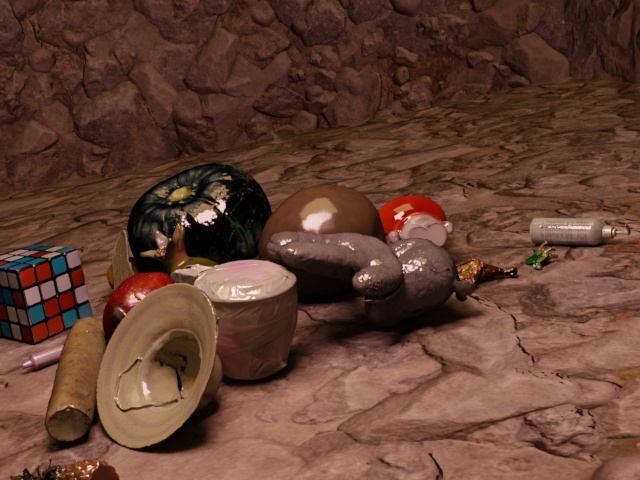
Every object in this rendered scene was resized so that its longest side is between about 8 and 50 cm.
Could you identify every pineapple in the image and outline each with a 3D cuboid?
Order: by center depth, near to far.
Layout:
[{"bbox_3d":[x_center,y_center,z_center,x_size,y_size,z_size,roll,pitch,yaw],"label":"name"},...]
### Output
[{"bbox_3d":[-0.327,0.310,1.148,0.159,0.074,0.074,-10,13,30],"label":"pineapple"}]

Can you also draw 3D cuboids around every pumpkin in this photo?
[{"bbox_3d":[-0.250,-0.021,1.965,0.315,0.239,0.315,-20,27,11],"label":"pumpkin"}]

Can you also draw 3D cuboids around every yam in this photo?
[{"bbox_3d":[-0.392,0.218,1.480,0.083,0.083,0.371,-11,17,-5],"label":"yam"}]

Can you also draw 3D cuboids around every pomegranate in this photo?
[{"bbox_3d":[-0.255,0.070,1.715,0.152,0.191,0.131,6,36,47],"label":"pomegranate"}]

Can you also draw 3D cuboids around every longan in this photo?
[{"bbox_3d":[0.000,0.000,1.770,0.248,0.248,0.248,-9,16,2],"label":"longan"}]

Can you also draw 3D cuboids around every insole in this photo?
[{"bbox_3d":[-0.398,0.081,1.837,0.007,0.109,0.322,20,26,-27],"label":"insole"}]

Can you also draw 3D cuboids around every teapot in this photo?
[{"bbox_3d":[-0.144,0.134,1.460,0.221,0.178,0.163,0,17,8],"label":"teapot"}]

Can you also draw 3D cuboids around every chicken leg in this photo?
[{"bbox_3d":[0.293,0.063,1.699,0.145,0.037,0.062,-15,39,-16],"label":"chicken leg"}]

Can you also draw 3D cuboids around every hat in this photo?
[{"bbox_3d":[-0.208,0.196,1.358,0.252,0.252,0.110,5,-20,41],"label":"hat"}]

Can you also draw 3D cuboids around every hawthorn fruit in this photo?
[{"bbox_3d":[-0.305,0.122,1.609,0.148,0.148,0.172,-6,43,12],"label":"hawthorn fruit"}]

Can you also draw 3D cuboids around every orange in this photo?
[{"bbox_3d":[-0.419,0.075,1.988,0.085,0.085,0.095,-6,9,13],"label":"orange"}]

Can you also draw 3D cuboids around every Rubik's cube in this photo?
[{"bbox_3d":[-0.576,0.103,1.843,0.154,0.155,0.151,4,21,38],"label":"Rubik's cube"}]

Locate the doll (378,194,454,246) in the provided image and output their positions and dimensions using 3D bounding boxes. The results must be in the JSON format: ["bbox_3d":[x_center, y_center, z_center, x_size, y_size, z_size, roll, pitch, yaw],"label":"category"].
[{"bbox_3d":[0.188,-0.030,1.919,0.160,0.130,0.290,-14,10,-6],"label":"doll"}]

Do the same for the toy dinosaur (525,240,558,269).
[{"bbox_3d":[0.420,0.028,1.772,0.060,0.029,0.120,-27,14,0],"label":"toy dinosaur"}]

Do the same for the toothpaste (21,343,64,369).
[{"bbox_3d":[-0.464,0.201,1.671,0.169,0.028,0.045,-19,11,-37],"label":"toothpaste"}]

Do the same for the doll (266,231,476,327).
[{"bbox_3d":[0.072,0.067,1.552,0.340,0.158,0.246,3,8,-24],"label":"doll"}]

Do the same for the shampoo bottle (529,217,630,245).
[{"bbox_3d":[0.516,-0.017,1.813,0.195,0.056,0.056,3,20,34],"label":"shampoo bottle"}]
